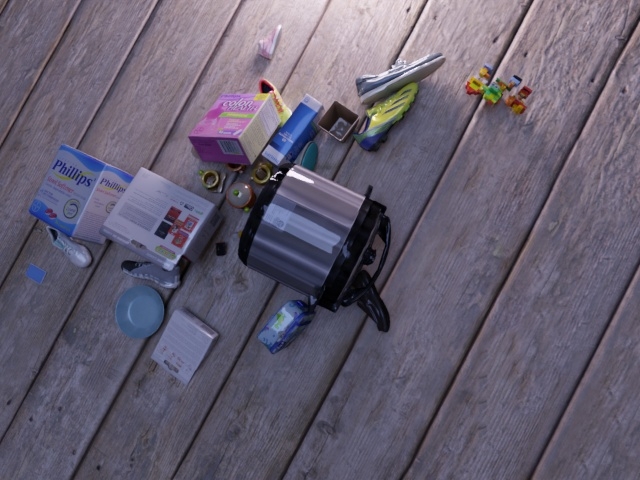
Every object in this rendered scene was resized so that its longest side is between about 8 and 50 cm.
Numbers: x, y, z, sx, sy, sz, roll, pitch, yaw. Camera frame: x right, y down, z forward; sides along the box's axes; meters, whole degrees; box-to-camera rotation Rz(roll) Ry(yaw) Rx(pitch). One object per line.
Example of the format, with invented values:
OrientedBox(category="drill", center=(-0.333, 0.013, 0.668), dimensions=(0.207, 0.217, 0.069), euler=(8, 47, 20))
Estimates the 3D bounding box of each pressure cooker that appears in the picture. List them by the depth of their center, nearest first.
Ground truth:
OrientedBox(category="pressure cooker", center=(-0.001, 0.001, 1.461), dimensions=(0.421, 0.375, 0.369), euler=(25, 125, 3))

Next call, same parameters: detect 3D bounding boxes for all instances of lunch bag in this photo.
OrientedBox(category="lunch bag", center=(-0.106, 0.274, 1.535), dimensions=(0.090, 0.219, 0.176), euler=(41, 91, 12))

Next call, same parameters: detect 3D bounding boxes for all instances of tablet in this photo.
OrientedBox(category="tablet", center=(-1.120, 0.131, 1.850), dimensions=(0.083, 0.006, 0.054), euler=(25, 88, 13))

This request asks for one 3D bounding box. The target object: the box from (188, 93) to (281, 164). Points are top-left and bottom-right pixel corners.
OrientedBox(category="box", center=(-0.293, -0.391, 1.633), dimensions=(0.214, 0.117, 0.242), euler=(9, 54, 27))

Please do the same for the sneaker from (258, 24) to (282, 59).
OrientedBox(category="sneaker", center=(-0.194, -0.755, 1.769), dimensions=(0.070, 0.051, 0.134), euler=(21, 91, 7))

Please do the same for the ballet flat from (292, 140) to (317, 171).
OrientedBox(category="ballet flat", center=(-0.073, -0.233, 1.671), dimensions=(0.087, 0.086, 0.248), euler=(10, 86, 12))

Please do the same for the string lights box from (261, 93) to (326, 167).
OrientedBox(category="string lights box", center=(-0.085, -0.368, 1.658), dimensions=(0.077, 0.133, 0.259), euler=(37, 90, 12))

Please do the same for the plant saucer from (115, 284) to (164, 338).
OrientedBox(category="plant saucer", center=(-0.658, 0.262, 1.732), dimensions=(0.195, 0.037, 0.194), euler=(-1, 83, 10))

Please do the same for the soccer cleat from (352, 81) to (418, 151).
OrientedBox(category="soccer cleat", center=(0.226, -0.442, 1.626), dimensions=(0.121, 0.093, 0.289), euler=(38, 93, 1))

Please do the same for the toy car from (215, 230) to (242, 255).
OrientedBox(category="toy car", center=(-0.330, 0.010, 1.715), dimensions=(0.122, 0.060, 0.040), euler=(-22, 35, -9))

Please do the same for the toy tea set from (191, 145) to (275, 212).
OrientedBox(category="toy tea set", center=(-0.339, -0.245, 1.693), dimensions=(0.336, 0.124, 0.199), euler=(27, 88, 13))

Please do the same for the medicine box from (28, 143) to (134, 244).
OrientedBox(category="medicine box", center=(-0.887, -0.171, 1.750), dimensions=(0.264, 0.149, 0.289), euler=(24, 88, 24))

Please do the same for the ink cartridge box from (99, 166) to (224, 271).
OrientedBox(category="ink cartridge box", center=(-0.546, -0.058, 1.623), dimensions=(0.310, 0.130, 0.271), euler=(27, 77, 10))

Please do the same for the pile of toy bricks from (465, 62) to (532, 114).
OrientedBox(category="pile of toy bricks", center=(0.578, -0.486, 1.551), dimensions=(0.212, 0.118, 0.105), euler=(40, 72, 13))

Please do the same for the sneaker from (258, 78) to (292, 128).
OrientedBox(category="sneaker", center=(-0.172, -0.499, 1.711), dimensions=(0.082, 0.094, 0.208), euler=(-33, 80, 3))

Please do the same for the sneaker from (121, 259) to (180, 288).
OrientedBox(category="sneaker", center=(-0.606, 0.079, 1.704), dimensions=(0.229, 0.086, 0.132), euler=(18, 113, 3))

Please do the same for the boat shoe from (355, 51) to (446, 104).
OrientedBox(category="boat shoe", center=(0.271, -0.584, 1.630), dimensions=(0.320, 0.116, 0.098), euler=(-24, 83, 12))

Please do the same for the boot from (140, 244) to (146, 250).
OrientedBox(category="boot", center=(-0.594, -0.075, 1.742), dimensions=(0.244, 0.088, 0.176), euler=(-40, 77, -5))

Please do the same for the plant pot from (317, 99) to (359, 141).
OrientedBox(category="plant pot", center=(0.069, -0.405, 1.653), dimensions=(0.109, 0.096, 0.109), euler=(38, 91, 14))

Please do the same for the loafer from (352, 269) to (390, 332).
OrientedBox(category="loafer", center=(0.165, 0.210, 1.574), dimensions=(0.079, 0.080, 0.219), euler=(-27, 74, 16))

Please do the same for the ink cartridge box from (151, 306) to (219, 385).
OrientedBox(category="ink cartridge box", center=(-0.488, 0.379, 1.690), dimensions=(0.181, 0.056, 0.224), euler=(34, 108, 12))

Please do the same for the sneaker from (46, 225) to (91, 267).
OrientedBox(category="sneaker", center=(-0.969, 0.023, 1.791), dimensions=(0.212, 0.094, 0.080), euler=(43, 90, 12))
